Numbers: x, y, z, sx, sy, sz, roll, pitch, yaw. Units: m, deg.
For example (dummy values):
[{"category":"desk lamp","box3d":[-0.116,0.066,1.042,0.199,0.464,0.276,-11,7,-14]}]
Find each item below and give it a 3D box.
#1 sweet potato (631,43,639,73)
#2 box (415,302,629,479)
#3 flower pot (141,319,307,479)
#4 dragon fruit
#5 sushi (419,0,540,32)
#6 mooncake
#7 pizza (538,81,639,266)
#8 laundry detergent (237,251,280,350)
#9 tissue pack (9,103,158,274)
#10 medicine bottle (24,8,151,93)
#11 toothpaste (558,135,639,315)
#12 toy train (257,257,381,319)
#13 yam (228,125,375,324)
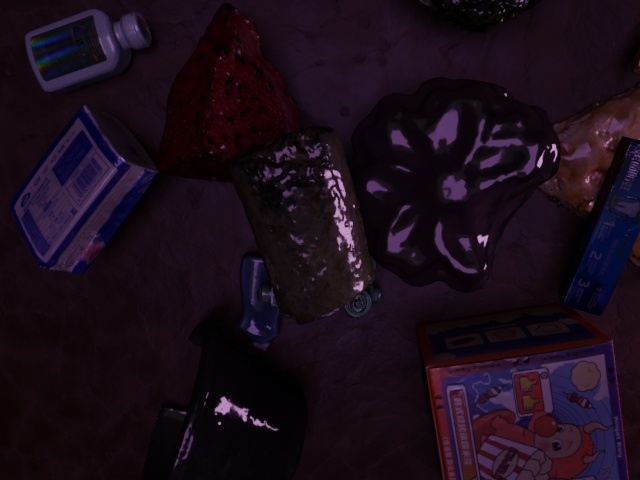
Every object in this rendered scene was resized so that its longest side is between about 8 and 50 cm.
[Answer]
[{"category":"sweet potato","box3d":[0.673,-0.437,0.987,0.112,0.112,0.359,37,97,-2]},{"category":"box","box3d":[0.366,0.333,1.063,0.318,0.257,0.349,-9,98,5]},{"category":"flower pot","box3d":[-0.179,0.375,1.108,0.250,0.379,0.380,22,101,-17]},{"category":"dragon fruit","box3d":[-0.160,-0.249,1.020,0.301,0.240,0.331,7,106,-5]},{"category":"sushi","box3d":[0.258,-0.534,0.959,0.352,0.178,0.294,45,112,-4]},{"category":"mooncake","box3d":[0.220,-0.102,1.015,0.350,0.212,0.382,21,103,17]},{"category":"pizza","box3d":[0.648,-0.155,1.049,0.434,0.080,0.392,37,101,-3]},{"category":"laundry detergent","box3d":[-0.122,0.129,1.170,0.096,0.061,0.207,1,101,-11]},{"category":"tissue pack","box3d":[-0.456,-0.094,1.099,0.270,0.137,0.209,-50,57,10]},{"category":"medicine bottle","box3d":[-0.446,-0.376,1.104,0.228,0.083,0.121,-16,95,6]},{"category":"toothpaste","box3d":[0.525,-0.021,1.023,0.076,0.066,0.321,17,112,9]},{"category":"toy train","box3d":[0.000,0.070,1.111,0.248,0.101,0.159,1,92,-14]},{"category":"yam","box3d":[-0.024,-0.035,0.937,0.195,0.195,0.300,-14,108,7]}]
